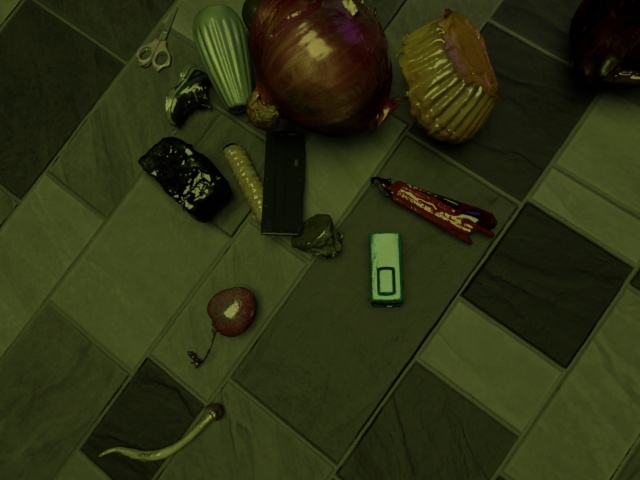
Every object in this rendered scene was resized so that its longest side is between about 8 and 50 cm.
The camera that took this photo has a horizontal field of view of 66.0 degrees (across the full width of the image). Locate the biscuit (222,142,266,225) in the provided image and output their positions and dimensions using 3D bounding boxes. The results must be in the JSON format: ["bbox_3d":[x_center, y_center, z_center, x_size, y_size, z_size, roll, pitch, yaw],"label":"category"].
[{"bbox_3d":[-0.167,-0.137,1.173,0.055,0.061,0.219,-33,75,24],"label":"biscuit"}]

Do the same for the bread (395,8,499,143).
[{"bbox_3d":[0.281,-0.345,1.053,0.149,0.274,0.274,-24,74,48],"label":"bread"}]

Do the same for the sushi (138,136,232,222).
[{"bbox_3d":[-0.311,-0.150,1.160,0.225,0.124,0.127,41,88,18],"label":"sushi"}]

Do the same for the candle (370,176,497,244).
[{"bbox_3d":[0.250,-0.079,1.106,0.301,0.059,0.084,27,73,9],"label":"candle"}]

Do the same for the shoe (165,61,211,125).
[{"bbox_3d":[-0.314,-0.354,1.223,0.099,0.071,0.169,20,81,8],"label":"shoe"}]

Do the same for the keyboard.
[{"bbox_3d":[-0.087,-0.189,1.162,0.103,0.041,0.381,2,74,-3],"label":"keyboard"}]

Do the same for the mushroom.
[{"bbox_3d":[-0.355,0.453,1.112,0.306,0.043,0.068,-26,61,4],"label":"mushroom"}]

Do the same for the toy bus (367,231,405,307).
[{"bbox_3d":[0.143,0.065,1.078,0.079,0.092,0.160,-2,81,9],"label":"toy bus"}]

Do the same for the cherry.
[{"bbox_3d":[-0.234,0.188,1.116,0.225,0.090,0.107,-41,90,9],"label":"cherry"}]

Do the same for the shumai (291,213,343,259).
[{"bbox_3d":[0.001,-0.001,1.121,0.087,0.123,0.099,45,65,-26],"label":"shumai"}]

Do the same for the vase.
[{"bbox_3d":[-0.227,-0.434,1.199,0.128,0.128,0.248,-16,88,5],"label":"vase"}]

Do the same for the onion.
[{"bbox_3d":[0.014,-0.374,1.044,0.353,0.353,0.354,-1,81,7],"label":"onion"}]

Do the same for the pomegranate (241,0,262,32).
[{"bbox_3d":[-0.091,-0.550,1.203,0.191,0.131,0.152,-33,71,-21],"label":"pomegranate"}]

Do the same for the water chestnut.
[{"bbox_3d":[0.673,-0.433,1.016,0.289,0.289,0.244,-14,111,5],"label":"water chestnut"}]

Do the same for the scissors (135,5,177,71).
[{"bbox_3d":[-0.414,-0.534,1.294,0.100,0.015,0.189,19,82,9],"label":"scissors"}]
